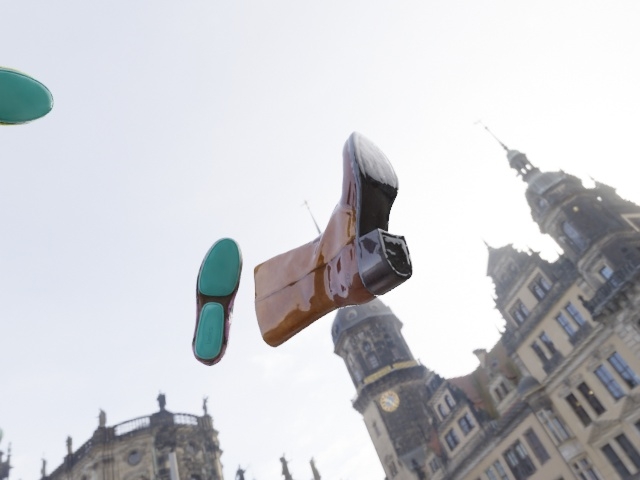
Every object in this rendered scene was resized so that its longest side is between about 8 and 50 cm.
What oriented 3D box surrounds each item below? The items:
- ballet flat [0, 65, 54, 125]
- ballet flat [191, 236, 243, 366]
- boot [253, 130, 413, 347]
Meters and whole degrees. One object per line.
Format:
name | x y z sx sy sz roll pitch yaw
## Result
ballet flat | -0.449 -0.178 0.630 0.077 0.231 0.077 3 -72 18
ballet flat | -0.180 0.107 0.885 0.076 0.222 0.079 5 -17 -3
boot | 0.000 0.000 0.780 0.096 0.264 0.280 11 -32 -43
